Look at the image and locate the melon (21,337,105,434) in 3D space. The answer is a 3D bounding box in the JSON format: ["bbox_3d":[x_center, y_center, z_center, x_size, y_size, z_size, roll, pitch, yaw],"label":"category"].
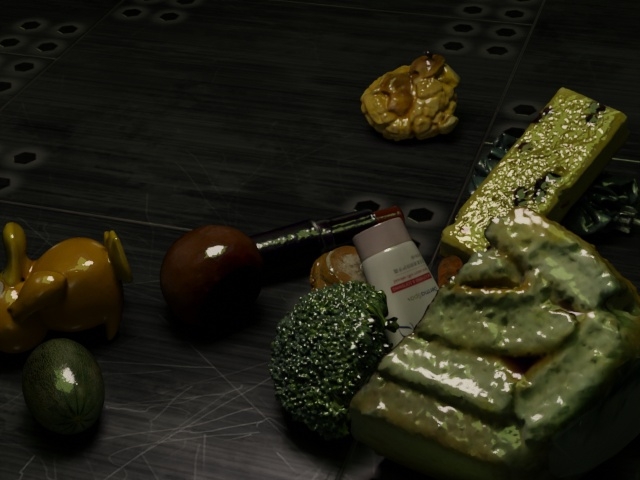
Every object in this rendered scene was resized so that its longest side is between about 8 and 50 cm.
[{"bbox_3d":[-0.364,0.202,1.716,0.114,0.114,0.167,-12,38,-14],"label":"melon"}]

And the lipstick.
[{"bbox_3d":[0.000,0.000,2.023,0.300,0.081,0.081,-15,36,-17],"label":"lipstick"}]

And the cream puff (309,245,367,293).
[{"bbox_3d":[0.048,0.076,1.880,0.144,0.103,0.126,34,43,3],"label":"cream puff"}]

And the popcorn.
[{"bbox_3d":[0.185,-0.269,2.366,0.194,0.163,0.140,-36,15,6],"label":"popcorn"}]

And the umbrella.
[{"bbox_3d":[0.429,-0.077,2.088,0.349,0.143,0.094,22,-4,20],"label":"umbrella"}]

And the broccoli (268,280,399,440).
[{"bbox_3d":[0.023,0.166,1.702,0.176,0.198,0.226,7,48,-54],"label":"broccoli"}]

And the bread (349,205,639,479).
[{"bbox_3d":[0.253,0.187,1.526,0.395,0.239,0.264,-50,57,4],"label":"bread"}]

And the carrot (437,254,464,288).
[{"bbox_3d":[0.203,0.089,1.910,0.047,0.047,0.191,3,36,8],"label":"carrot"}]

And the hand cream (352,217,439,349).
[{"bbox_3d":[0.128,0.093,1.797,0.133,0.083,0.248,-22,81,-22],"label":"hand cream"}]

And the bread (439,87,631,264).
[{"bbox_3d":[0.354,-0.091,2.013,0.138,0.077,0.361,32,73,30],"label":"bread"}]

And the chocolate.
[{"bbox_3d":[-0.178,0.046,1.895,0.177,0.177,0.177,-2,34,1],"label":"chocolate"}]

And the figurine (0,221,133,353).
[{"bbox_3d":[-0.406,0.076,1.860,0.228,0.215,0.215,3,33,-13],"label":"figurine"}]
